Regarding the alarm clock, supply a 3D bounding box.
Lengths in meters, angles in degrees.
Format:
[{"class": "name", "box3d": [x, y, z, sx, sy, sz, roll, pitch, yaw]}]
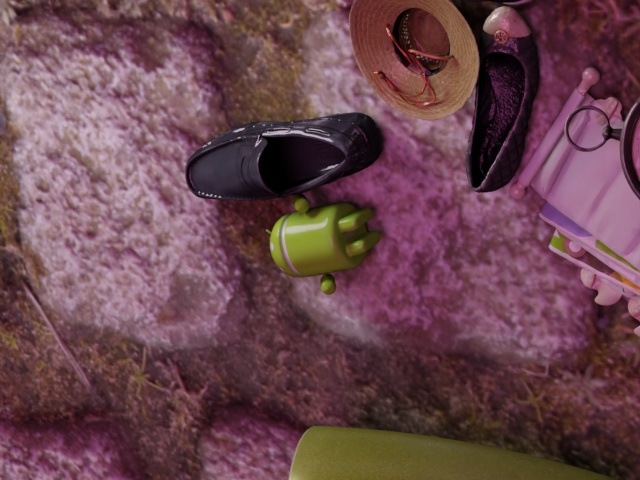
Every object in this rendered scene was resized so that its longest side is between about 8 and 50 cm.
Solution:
[{"class": "alarm clock", "box3d": [0.301, -0.082, 1.277, 0.192, 0.064, 0.129, 11, 98, 13]}]

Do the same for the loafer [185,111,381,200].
[{"class": "loafer", "box3d": [-0.048, -0.079, 1.483, 0.223, 0.078, 0.076, -10, 104, 32]}]

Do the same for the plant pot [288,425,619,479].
[{"class": "plant pot", "box3d": [0.144, 0.303, 1.439, 0.293, 0.275, 0.275, -6, 106, 15]}]

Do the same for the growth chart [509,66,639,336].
[{"class": "growth chart", "box3d": [0.280, -0.018, 1.356, 0.237, 0.021, 0.172, 42, 124, 9]}]

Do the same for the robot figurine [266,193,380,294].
[{"class": "robot figurine", "box3d": [0.000, 0.000, 1.494, 0.115, 0.067, 0.101, -11, 105, 33]}]

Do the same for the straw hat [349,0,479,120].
[{"class": "straw hat", "box3d": [0.097, -0.186, 1.369, 0.144, 0.061, 0.144, 23, 136, 25]}]

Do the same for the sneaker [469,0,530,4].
[{"class": "sneaker", "box3d": [0.193, -0.303, 1.216, 0.104, 0.147, 0.296, 40, 122, 12]}]

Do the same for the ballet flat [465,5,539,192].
[{"class": "ballet flat", "box3d": [0.162, -0.124, 1.363, 0.057, 0.049, 0.173, 12, 115, 24]}]
